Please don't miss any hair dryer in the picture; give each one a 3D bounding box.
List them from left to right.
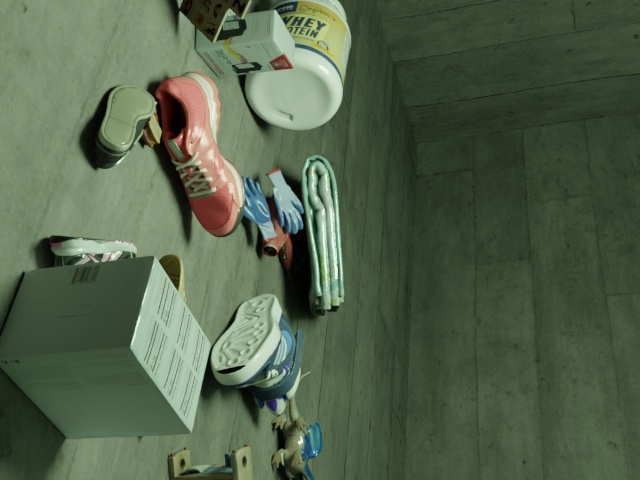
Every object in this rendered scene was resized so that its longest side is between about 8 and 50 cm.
[{"bbox_3d":[-0.076,-0.009,2.218,0.293,0.080,0.224,-14,97,-74],"label":"hair dryer"}]

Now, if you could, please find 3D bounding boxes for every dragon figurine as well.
[{"bbox_3d":[-0.048,0.453,2.117,0.144,0.085,0.289,47,40,-65],"label":"dragon figurine"}]

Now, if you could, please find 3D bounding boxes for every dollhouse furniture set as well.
[{"bbox_3d":[-0.166,0.419,1.636,0.183,0.129,0.129,4,80,-73],"label":"dollhouse furniture set"}]

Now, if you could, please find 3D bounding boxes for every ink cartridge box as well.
[{"bbox_3d":[-0.155,-0.405,1.926,0.127,0.175,0.072,45,44,-65],"label":"ink cartridge box"}]

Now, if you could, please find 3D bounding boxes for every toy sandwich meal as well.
[{"bbox_3d":[-0.294,-0.205,1.620,0.085,0.029,0.085,-7,90,-74],"label":"toy sandwich meal"}]

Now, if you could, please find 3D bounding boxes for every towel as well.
[{"bbox_3d":[0.000,0.000,2.347,0.320,0.090,0.374,103,-17,-80],"label":"towel"}]

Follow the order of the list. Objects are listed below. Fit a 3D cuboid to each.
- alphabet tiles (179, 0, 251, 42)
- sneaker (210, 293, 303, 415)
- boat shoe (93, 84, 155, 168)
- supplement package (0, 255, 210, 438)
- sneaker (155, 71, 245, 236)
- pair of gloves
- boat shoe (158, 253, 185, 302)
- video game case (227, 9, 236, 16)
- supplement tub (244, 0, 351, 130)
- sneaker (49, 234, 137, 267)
[{"bbox_3d":[-0.189,-0.504,1.748,0.009,0.198,0.237,-10,139,-48],"label":"alphabet tiles"},{"bbox_3d":[-0.112,0.274,1.883,0.323,0.130,0.236,-73,148,-66],"label":"sneaker"},{"bbox_3d":[-0.323,-0.186,1.501,0.065,0.075,0.206,-56,-165,32],"label":"boat shoe"},{"bbox_3d":[-0.279,0.146,1.232,0.203,0.194,0.149,68,23,-45],"label":"supplement package"},{"bbox_3d":[-0.237,-0.152,1.701,0.136,0.116,0.314,-21,97,-65],"label":"sneaker"},{"bbox_3d":[-0.114,-0.078,2.082,0.198,0.023,0.159,-22,88,-51],"label":"pair of gloves"},{"bbox_3d":[-0.259,0.110,1.574,0.059,0.063,0.170,47,49,-68],"label":"boat shoe"},{"bbox_3d":[-0.210,-0.537,2.065,0.173,0.022,0.190,10,74,-73],"label":"video game case"},{"bbox_3d":[-0.047,-0.439,2.220,0.316,0.228,0.228,-81,158,-43],"label":"supplement tub"},{"bbox_3d":[-0.335,0.035,1.347,0.178,0.072,0.077,6,90,-66],"label":"sneaker"}]
